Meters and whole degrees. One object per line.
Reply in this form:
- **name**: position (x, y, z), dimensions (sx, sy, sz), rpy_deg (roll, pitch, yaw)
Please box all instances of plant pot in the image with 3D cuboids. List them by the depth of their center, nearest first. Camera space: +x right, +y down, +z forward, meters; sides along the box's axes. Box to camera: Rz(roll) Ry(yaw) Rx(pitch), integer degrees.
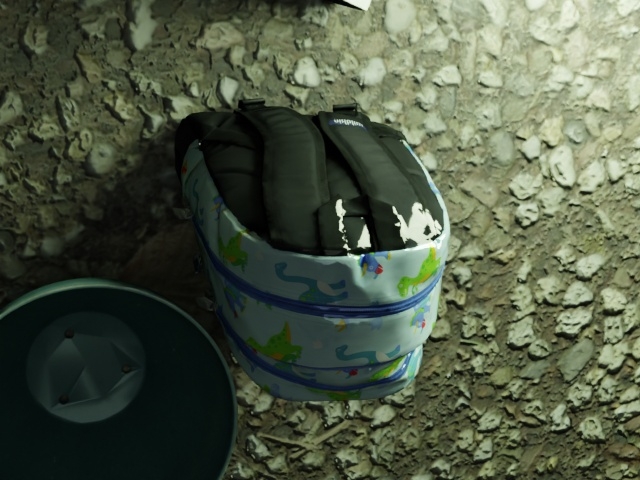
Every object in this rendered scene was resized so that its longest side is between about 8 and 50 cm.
- **plant pot**: position (-0.249, 0.165, 1.059), dimensions (0.290, 0.195, 0.290), rpy_deg (-3, 102, -14)

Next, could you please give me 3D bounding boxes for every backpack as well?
- **backpack**: position (0.000, 0.000, 1.012), dimensions (0.290, 0.355, 0.274), rpy_deg (3, 101, -16)

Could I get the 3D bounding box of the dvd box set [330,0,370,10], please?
- **dvd box set**: position (0.001, -0.479, 0.990), dimensions (0.307, 0.062, 0.421), rpy_deg (11, 102, -46)
